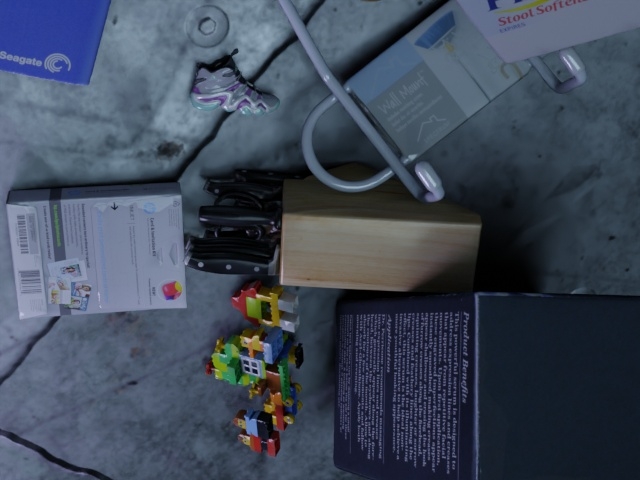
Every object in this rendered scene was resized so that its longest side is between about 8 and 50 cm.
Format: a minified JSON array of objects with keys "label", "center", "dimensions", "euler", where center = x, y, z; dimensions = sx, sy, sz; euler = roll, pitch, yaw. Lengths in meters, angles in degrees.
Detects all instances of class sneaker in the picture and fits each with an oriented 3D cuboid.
[{"label":"sneaker","center":[-0.088,-0.172,1.236],"dimensions":[0.098,0.038,0.069],"euler":[1,117,-18]}]

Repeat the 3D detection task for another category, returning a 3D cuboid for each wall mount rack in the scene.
[{"label":"wall mount rack","center":[0.104,-0.222,1.210],"dimensions":[0.350,0.130,0.304],"euler":[-39,92,-8]}]

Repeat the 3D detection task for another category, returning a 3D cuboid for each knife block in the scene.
[{"label":"knife block","center":[0.000,0.000,1.242],"dimensions":[0.242,0.275,0.088],"euler":[-22,127,-40]}]

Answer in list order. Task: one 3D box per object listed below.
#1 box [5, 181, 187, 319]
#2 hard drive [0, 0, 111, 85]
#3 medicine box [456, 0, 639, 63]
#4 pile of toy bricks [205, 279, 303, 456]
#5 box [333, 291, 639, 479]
[{"label":"box","center":[-0.243,0.011,1.270],"dimensions":[0.186,0.038,0.145],"euler":[-4,118,-8]},{"label":"hard drive","center":[-0.283,-0.304,1.065],"dimensions":[0.210,0.040,0.319],"euler":[8,126,-21]},{"label":"medicine box","center":[0.253,-0.345,1.046],"dimensions":[0.263,0.289,0.149],"euler":[-13,152,27]},{"label":"pile of toy bricks","center":[-0.088,0.155,1.381],"dimensions":[0.105,0.118,0.212],"euler":[13,131,18]},{"label":"box","center":[0.214,0.168,1.276],"dimensions":[0.293,0.395,0.212],"euler":[3,85,-19]}]
